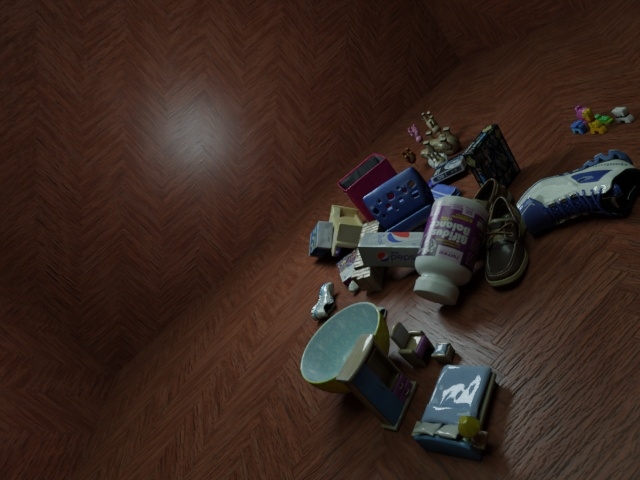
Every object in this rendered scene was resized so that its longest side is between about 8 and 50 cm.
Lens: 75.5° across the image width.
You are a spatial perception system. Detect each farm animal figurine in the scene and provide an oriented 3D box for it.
[{"bbox_3d":[0.610,-0.517,2.219,0.327,0.172,0.330,21,75,50],"label":"farm animal figurine"}]

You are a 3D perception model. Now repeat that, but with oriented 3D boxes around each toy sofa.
[{"bbox_3d":[0.131,-0.046,2.090,0.362,0.150,0.177,-104,23,-71],"label":"toy sofa"}]

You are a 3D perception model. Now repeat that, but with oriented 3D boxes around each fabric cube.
[{"bbox_3d":[0.278,-0.259,2.121,0.259,0.258,0.254,-39,18,5],"label":"fabric cube"}]

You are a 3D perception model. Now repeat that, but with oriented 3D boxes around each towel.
[{"bbox_3d":[0.441,-0.133,1.839,0.336,0.040,0.243,-40,16,2],"label":"towel"}]

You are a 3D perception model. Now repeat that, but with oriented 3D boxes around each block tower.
[{"bbox_3d":[0.207,0.053,1.672,0.091,0.097,0.335,-20,34,33],"label":"block tower"}]

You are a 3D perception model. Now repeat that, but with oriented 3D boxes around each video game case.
[{"bbox_3d":[0.183,0.085,1.834,0.232,0.042,0.210,-38,19,7],"label":"video game case"}]

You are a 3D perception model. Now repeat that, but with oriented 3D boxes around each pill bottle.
[{"bbox_3d":[0.382,0.033,1.240,0.169,0.169,0.301,-8,58,60],"label":"pill bottle"}]

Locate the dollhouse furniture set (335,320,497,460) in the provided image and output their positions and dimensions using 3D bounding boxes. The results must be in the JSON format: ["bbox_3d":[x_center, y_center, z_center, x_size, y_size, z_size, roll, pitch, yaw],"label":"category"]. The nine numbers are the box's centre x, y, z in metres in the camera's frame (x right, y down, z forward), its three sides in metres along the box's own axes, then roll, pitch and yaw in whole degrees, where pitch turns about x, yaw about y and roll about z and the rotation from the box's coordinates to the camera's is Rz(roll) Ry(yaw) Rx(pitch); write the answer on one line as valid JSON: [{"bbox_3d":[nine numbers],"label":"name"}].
[{"bbox_3d":[0.244,0.290,0.942,0.303,0.198,0.286,-18,28,50],"label":"dollhouse furniture set"}]

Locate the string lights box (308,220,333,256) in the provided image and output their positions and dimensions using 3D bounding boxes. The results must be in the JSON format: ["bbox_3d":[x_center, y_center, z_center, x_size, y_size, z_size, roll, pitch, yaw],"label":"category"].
[{"bbox_3d":[0.000,0.000,2.139,0.259,0.077,0.133,128,147,-73],"label":"string lights box"}]

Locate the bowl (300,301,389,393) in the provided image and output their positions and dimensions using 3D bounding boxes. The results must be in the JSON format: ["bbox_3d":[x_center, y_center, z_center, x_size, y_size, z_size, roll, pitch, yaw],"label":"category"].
[{"bbox_3d":[0.099,0.337,1.198,0.289,0.156,0.289,-36,17,13],"label":"bowl"}]

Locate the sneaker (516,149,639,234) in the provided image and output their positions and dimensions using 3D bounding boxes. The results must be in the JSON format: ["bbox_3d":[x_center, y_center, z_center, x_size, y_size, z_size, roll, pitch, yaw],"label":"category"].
[{"bbox_3d":[0.703,-0.118,1.105,0.315,0.127,0.182,-32,17,19],"label":"sneaker"}]

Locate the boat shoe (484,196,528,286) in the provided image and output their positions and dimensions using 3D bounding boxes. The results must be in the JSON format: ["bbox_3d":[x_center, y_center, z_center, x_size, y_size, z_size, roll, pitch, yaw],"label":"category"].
[{"bbox_3d":[0.528,-0.010,1.211,0.123,0.123,0.342,-23,24,45],"label":"boat shoe"}]

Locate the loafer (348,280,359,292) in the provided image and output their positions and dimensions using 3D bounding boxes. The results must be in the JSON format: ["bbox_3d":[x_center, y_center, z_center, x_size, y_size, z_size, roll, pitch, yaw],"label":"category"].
[{"bbox_3d":[0.161,0.169,1.699,0.045,0.039,0.125,20,59,32],"label":"loafer"}]

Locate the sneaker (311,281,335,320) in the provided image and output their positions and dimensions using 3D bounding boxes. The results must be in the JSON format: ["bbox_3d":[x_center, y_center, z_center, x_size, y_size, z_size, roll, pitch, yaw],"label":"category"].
[{"bbox_3d":[0.033,0.251,1.718,0.083,0.071,0.190,-17,36,38],"label":"sneaker"}]

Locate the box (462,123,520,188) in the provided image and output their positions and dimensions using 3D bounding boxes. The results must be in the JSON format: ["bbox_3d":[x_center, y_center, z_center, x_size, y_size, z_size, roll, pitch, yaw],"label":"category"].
[{"bbox_3d":[0.628,-0.284,1.512,0.175,0.220,0.051,-47,23,-20],"label":"box"}]

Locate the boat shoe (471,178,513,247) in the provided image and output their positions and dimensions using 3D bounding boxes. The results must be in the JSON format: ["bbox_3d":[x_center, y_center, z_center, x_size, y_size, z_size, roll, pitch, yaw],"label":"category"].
[{"bbox_3d":[0.529,-0.084,1.400,0.324,0.116,0.123,-49,19,-26],"label":"boat shoe"}]

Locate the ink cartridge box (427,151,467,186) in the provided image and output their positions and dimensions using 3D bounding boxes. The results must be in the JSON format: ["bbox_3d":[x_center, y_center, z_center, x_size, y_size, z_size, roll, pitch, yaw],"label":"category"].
[{"bbox_3d":[0.591,-0.334,1.956,0.208,0.045,0.206,-27,13,36],"label":"ink cartridge box"}]

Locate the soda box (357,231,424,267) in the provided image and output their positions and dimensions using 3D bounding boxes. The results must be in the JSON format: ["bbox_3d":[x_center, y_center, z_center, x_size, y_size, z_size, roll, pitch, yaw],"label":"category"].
[{"bbox_3d":[0.286,0.032,1.482,0.286,0.098,0.091,0,38,29],"label":"soda box"}]

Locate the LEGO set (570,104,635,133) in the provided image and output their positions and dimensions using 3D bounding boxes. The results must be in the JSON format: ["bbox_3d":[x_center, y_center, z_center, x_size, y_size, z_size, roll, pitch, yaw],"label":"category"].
[{"bbox_3d":[0.938,-0.427,1.429,0.087,0.093,0.227,-40,17,3],"label":"LEGO set"}]

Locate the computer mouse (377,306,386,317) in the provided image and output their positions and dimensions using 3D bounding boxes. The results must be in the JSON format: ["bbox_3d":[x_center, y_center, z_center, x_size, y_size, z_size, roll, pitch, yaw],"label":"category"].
[{"bbox_3d":[0.164,0.285,1.382,0.106,0.042,0.193,-27,22,40],"label":"computer mouse"}]

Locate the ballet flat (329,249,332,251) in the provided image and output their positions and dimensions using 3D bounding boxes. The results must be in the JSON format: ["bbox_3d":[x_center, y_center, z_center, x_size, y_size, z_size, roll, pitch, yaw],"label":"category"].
[{"bbox_3d":[0.056,0.029,2.231,0.070,0.070,0.188,-35,16,18],"label":"ballet flat"}]

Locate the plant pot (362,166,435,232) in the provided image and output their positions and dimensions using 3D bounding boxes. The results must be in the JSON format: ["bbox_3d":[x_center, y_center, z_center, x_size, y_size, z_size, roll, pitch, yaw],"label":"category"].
[{"bbox_3d":[0.342,-0.115,1.629,0.236,0.212,0.236,-34,-26,20],"label":"plant pot"}]
